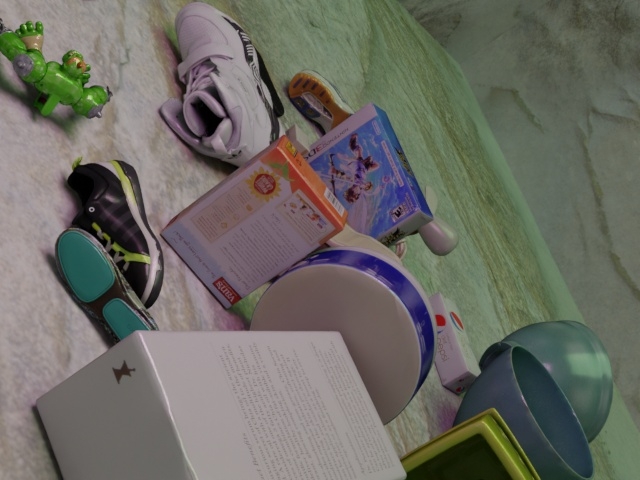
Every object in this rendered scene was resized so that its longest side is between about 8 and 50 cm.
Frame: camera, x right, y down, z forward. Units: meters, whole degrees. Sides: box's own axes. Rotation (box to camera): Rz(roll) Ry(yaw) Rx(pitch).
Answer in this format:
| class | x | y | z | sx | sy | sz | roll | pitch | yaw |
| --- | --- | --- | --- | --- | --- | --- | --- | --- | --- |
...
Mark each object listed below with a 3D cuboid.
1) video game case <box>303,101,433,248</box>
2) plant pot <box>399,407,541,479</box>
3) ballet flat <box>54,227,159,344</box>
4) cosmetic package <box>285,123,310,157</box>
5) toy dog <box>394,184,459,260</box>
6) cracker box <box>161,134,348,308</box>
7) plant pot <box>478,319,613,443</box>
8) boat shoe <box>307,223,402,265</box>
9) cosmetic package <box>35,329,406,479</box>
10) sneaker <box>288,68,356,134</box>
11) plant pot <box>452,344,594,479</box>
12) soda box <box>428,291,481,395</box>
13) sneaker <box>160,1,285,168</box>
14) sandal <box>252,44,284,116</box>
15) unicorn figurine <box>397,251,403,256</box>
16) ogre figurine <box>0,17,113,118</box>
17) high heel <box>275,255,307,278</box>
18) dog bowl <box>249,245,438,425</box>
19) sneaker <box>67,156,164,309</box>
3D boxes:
| class | x | y | z | sx | sy | sz | roll | pitch | yaw |
| --- | --- | --- | --- | --- | --- | --- | --- | --- | --- |
| video game case | 0.057 | -0.089 | 1.831 | 0.061 | 0.244 | 0.269 | 26 | 36 | -50 |
| plant pot | 0.243 | 0.411 | 1.552 | 0.228 | 0.227 | 0.207 | 58 | 16 | 6 |
| ballet flat | -0.263 | 0.068 | 1.194 | 0.188 | 0.070 | 0.070 | 58 | 21 | -1 |
| cosmetic package | -0.076 | -0.162 | 1.827 | 0.041 | 0.115 | 0.060 | 42 | 26 | -31 |
| toy dog | 0.163 | -0.091 | 2.184 | 0.161 | 0.220 | 0.333 | 104 | -34 | -76 |
| cracker box | -0.097 | -0.025 | 1.426 | 0.155 | 0.232 | 0.067 | 51 | 21 | -14 |
| plant pot | 0.472 | 0.315 | 2.140 | 0.196 | 0.293 | 0.293 | 8 | 46 | -27 |
| boat shoe | 0.000 | 0.000 | 1.723 | 0.324 | 0.096 | 0.117 | 37 | 30 | 25 |
| cosmetic package | -0.092 | 0.242 | 1.151 | 0.453 | 0.161 | 0.230 | 11 | 50 | -61 |
| sneaker | 0.050 | -0.292 | 2.288 | 0.296 | 0.112 | 0.131 | 52 | 21 | -13 |
| plant pot | 0.377 | 0.378 | 1.906 | 0.290 | 0.195 | 0.290 | 45 | 25 | -27 |
| soda box | 0.280 | 0.222 | 2.100 | 0.074 | 0.069 | 0.216 | 34 | 29 | -44 |
| sneaker | -0.196 | -0.288 | 1.720 | 0.365 | 0.137 | 0.210 | 65 | 20 | 13 |
| sandal | -0.134 | -0.344 | 2.084 | 0.179 | 0.040 | 0.067 | 65 | 24 | -18 |
| unicorn figurine | 0.100 | 0.086 | 1.843 | 0.111 | 0.060 | 0.161 | 26 | 59 | -44 |
| ogre figurine | -0.369 | -0.229 | 1.345 | 0.197 | 0.097 | 0.118 | 58 | -3 | -41 |
| high heel | -0.111 | 0.008 | 1.605 | 0.244 | 0.082 | 0.117 | 21 | 6 | -34 |
| dog bowl | 0.032 | 0.147 | 1.412 | 0.265 | 0.265 | 0.104 | 56 | 22 | 0 |
| sneaker | -0.279 | -0.008 | 1.265 | 0.097 | 0.084 | 0.234 | 0 | 54 | -36 |
